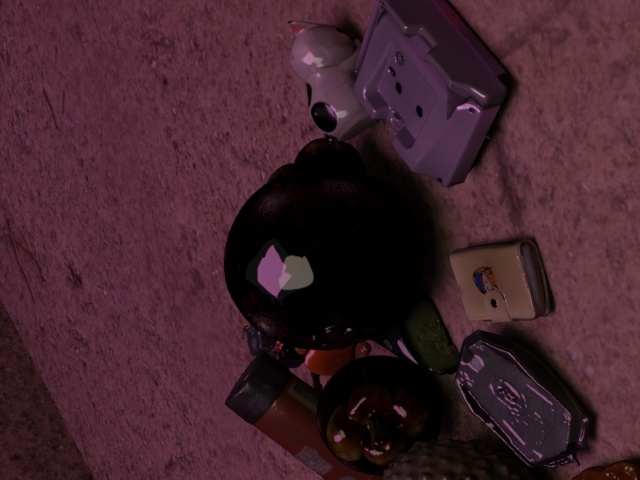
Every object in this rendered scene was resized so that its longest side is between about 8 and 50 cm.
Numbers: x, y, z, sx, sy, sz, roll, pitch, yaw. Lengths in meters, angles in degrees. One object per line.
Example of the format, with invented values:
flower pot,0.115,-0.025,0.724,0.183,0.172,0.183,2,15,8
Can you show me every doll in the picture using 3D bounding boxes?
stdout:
doll,0.021,-0.233,1.852,0.110,0.107,0.180,99,152,-77

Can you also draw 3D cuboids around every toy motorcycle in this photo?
toy motorcycle,-0.017,0.138,2.140,0.325,0.148,0.221,134,134,-57

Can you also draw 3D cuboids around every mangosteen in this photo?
mangosteen,0.086,0.270,1.939,0.230,0.194,0.194,-2,-111,-80
mangosteen,0.011,0.005,1.857,0.297,0.297,0.313,-3,70,61

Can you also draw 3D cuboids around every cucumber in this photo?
cucumber,0.124,0.138,1.947,0.193,0.086,0.115,22,128,62

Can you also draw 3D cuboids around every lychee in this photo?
lychee,0.195,0.408,1.811,0.274,0.255,0.255,3,112,39

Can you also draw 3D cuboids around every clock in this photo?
clock,0.136,-0.211,1.684,0.253,0.083,0.186,54,149,26

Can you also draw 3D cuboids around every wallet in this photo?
wallet,0.243,0.056,1.718,0.155,0.039,0.110,-9,97,61

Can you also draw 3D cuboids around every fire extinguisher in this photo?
fire extinguisher,0.022,0.332,2.146,0.376,0.113,0.200,37,-172,-4

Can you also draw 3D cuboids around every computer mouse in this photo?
computer mouse,0.279,0.210,1.727,0.231,0.071,0.126,43,129,24

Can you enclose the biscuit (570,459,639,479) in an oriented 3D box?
biscuit,0.404,0.382,1.643,0.208,0.041,0.290,60,149,16
